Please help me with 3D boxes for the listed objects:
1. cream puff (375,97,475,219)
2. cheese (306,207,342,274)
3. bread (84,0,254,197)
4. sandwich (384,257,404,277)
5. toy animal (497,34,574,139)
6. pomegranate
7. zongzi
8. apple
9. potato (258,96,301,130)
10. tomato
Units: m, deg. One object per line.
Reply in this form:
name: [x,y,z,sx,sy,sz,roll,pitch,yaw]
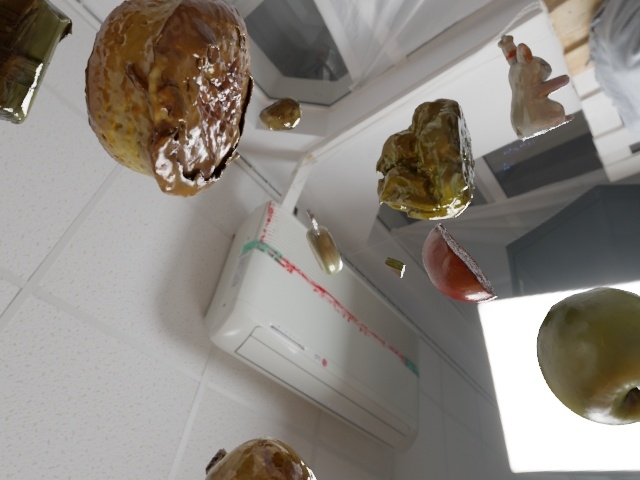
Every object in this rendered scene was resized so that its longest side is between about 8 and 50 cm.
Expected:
cream puff: [0.288,-0.216,1.172,0.291,0.257,0.324,-12,-86,-66]
cheese: [0.000,0.000,1.136,0.137,0.064,0.227,56,172,42]
bread: [-0.259,-0.262,0.766,0.358,0.204,0.337,-66,-14,-60]
sandwich: [0.242,0.084,1.301,0.083,0.044,0.031,38,-113,-25]
toy animal: [0.562,-0.414,1.099,0.140,0.138,0.282,-89,-11,-80]
pomegranate: [-0.112,0.458,0.707,0.248,0.248,0.248,35,-137,-40]
zongzi: [-0.581,-0.335,0.706,0.112,0.242,0.221,68,-137,-86]
apple: [0.619,0.261,0.949,0.258,0.233,0.295,-98,-9,-55]
potato: [-0.157,-0.499,1.682,0.137,0.176,0.137,52,-155,-36]
tomato: [0.460,0.103,1.463,0.338,0.143,0.338,40,-158,-20]
